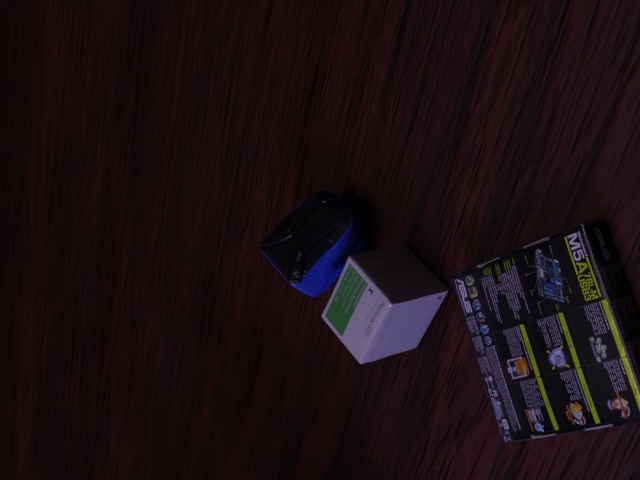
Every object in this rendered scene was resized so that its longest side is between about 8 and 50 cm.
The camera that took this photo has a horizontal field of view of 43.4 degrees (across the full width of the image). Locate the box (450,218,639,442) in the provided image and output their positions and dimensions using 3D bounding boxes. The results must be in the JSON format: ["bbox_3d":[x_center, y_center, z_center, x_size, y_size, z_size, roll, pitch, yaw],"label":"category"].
[{"bbox_3d":[0.231,0.097,0.808,0.184,0.045,0.191,-29,74,48],"label":"box"}]

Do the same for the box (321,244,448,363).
[{"bbox_3d":[0.075,0.075,0.952,0.087,0.101,0.101,48,130,32],"label":"box"}]

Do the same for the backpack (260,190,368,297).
[{"bbox_3d":[0.000,0.000,1.038,0.120,0.101,0.098,-49,57,6],"label":"backpack"}]
